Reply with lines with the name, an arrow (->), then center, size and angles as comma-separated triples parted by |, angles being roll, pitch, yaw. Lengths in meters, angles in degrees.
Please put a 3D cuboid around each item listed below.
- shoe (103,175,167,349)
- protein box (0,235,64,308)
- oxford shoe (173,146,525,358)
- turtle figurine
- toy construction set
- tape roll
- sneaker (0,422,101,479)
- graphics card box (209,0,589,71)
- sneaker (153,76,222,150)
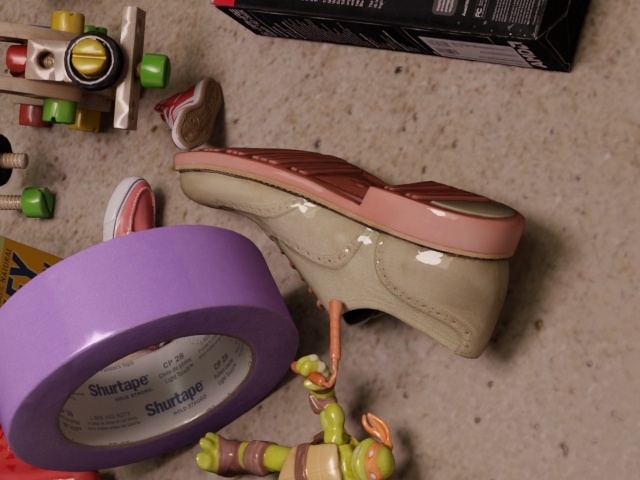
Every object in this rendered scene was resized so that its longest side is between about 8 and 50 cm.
shoe -> -0.180, 0.024, 1.408 | 0.081, 0.063, 0.178 | 7, 84, 31
protein box -> -0.379, 0.070, 1.426 | 0.201, 0.200, 0.136 | 3, 77, 31
oxford shoe -> 0.000, 0.000, 1.265 | 0.397, 0.140, 0.147 | 19, 106, 43
turtle figurine -> -0.012, 0.199, 1.234 | 0.217, 0.087, 0.270 | -17, 81, 36
toy construction set -> -0.252, -0.213, 1.456 | 0.237, 0.257, 0.309 | 1, 64, 14
tape roll -> -0.162, 0.103, 1.242 | 0.275, 0.275, 0.090 | -35, 61, 17
sneaker -> -0.319, 0.209, 1.418 | 0.221, 0.087, 0.128 | -8, 73, 28
graphics card box -> 0.090, -0.302, 1.325 | 0.371, 0.094, 0.233 | 11, 81, 34
sneaker -> -0.146, -0.121, 1.419 | 0.067, 0.042, 0.118 | -22, 26, 27
